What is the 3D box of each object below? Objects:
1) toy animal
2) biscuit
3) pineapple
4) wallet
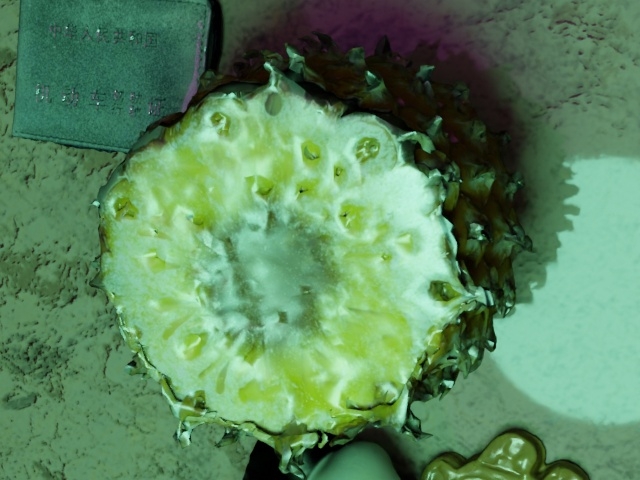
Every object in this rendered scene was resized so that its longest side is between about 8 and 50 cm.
[{"bbox_3d":[0.002,0.257,1.151,0.179,0.138,0.166,21,112,28],"label":"toy animal"},{"bbox_3d":[0.139,0.311,1.176,0.202,0.044,0.289,41,110,9],"label":"biscuit"},{"bbox_3d":[0.003,0.001,1.036,0.352,0.300,0.353,2,97,17],"label":"pineapple"},{"bbox_3d":[-0.201,-0.167,1.218,0.222,0.036,0.167,9,101,17],"label":"wallet"}]
